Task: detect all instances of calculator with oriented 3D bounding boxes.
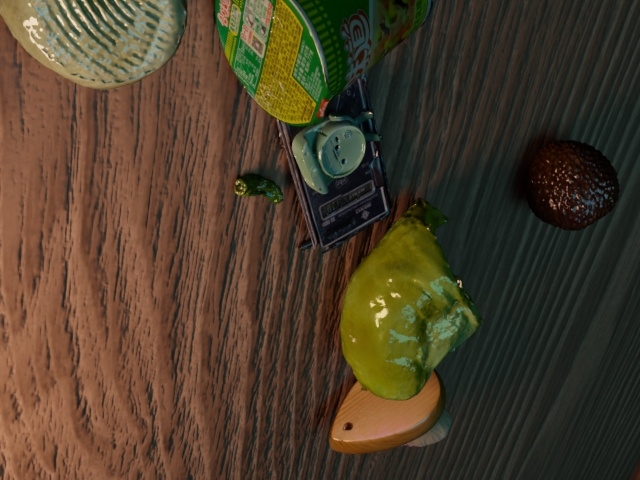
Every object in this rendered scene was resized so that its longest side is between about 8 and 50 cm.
[{"bbox_3d":[0.028,-0.120,1.139,0.165,0.028,0.274,-32,127,-21],"label":"calculator"}]

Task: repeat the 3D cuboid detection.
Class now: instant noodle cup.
[{"bbox_3d":[0.018,-0.286,0.926,0.232,0.207,0.207,-36,136,-28],"label":"instant noodle cup"}]

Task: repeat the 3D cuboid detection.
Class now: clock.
[{"bbox_3d":[0.027,-0.142,1.080,0.135,0.041,0.101,-37,131,-13],"label":"clock"}]

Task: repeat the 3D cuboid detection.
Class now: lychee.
[{"bbox_3d":[0.510,-0.111,1.470,0.194,0.194,0.195,-22,130,-29],"label":"lychee"}]

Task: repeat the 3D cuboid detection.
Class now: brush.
[{"bbox_3d":[0.137,0.363,1.487,0.266,0.174,0.166,-30,143,-11],"label":"brush"}]

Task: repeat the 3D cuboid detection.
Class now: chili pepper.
[{"bbox_3d":[-0.093,-0.079,1.084,0.091,0.034,0.030,10,144,-45],"label":"chili pepper"}]

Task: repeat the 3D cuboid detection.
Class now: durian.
[{"bbox_3d":[0.157,0.123,1.287,0.256,0.204,0.340,43,92,-9],"label":"durian"}]

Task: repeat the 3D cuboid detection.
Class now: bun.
[{"bbox_3d":[-0.239,-0.261,0.765,0.195,0.118,0.196,-16,124,-26],"label":"bun"}]

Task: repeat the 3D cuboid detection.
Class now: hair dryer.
[{"bbox_3d":[0.000,0.000,1.216,0.083,0.026,0.047,-26,131,-21],"label":"hair dryer"}]
